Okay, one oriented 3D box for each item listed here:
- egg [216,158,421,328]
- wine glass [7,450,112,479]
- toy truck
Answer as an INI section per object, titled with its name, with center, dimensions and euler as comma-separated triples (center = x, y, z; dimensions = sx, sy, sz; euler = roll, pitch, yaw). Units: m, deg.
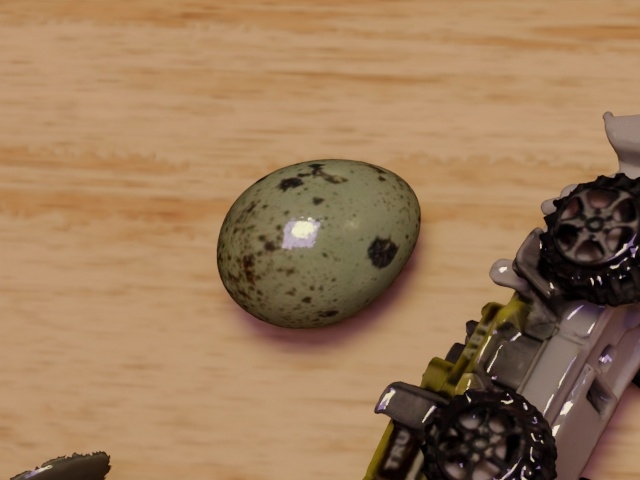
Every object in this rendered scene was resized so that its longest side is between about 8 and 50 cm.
[egg]
center = 0.000, 0.000, 0.919
dimensions = 0.110, 0.085, 0.085
euler = -23, 69, -15
[wine glass]
center = -0.083, 0.234, 0.863
dimensions = 0.074, 0.074, 0.262
euler = -27, 71, -1
[toy truck]
center = 0.117, 0.052, 0.864
dimensions = 0.111, 0.136, 0.286
euler = 23, 74, 36
